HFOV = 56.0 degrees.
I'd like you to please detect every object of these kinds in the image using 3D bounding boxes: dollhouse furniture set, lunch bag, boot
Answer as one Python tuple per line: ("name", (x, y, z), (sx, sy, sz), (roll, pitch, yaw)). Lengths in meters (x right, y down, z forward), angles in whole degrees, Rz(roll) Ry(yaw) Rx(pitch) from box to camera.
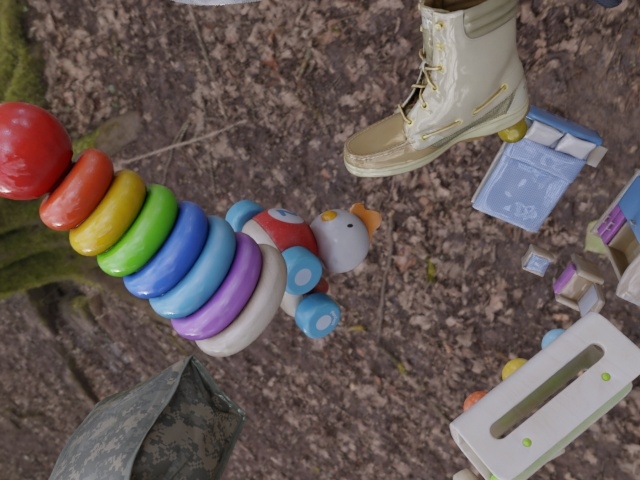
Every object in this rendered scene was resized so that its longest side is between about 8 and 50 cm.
("dollhouse furniture set", (0.373, -0.024, 0.976), (0.304, 0.198, 0.286), (24, 122, -2))
("lunch bag", (-0.270, 0.340, 0.872), (0.235, 0.287, 0.169), (-29, 107, 24))
("boot", (0.132, -0.200, 0.757), (0.262, 0.095, 0.203), (-20, 137, 4))

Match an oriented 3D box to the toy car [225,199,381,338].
("toy car", (0.000, 0.000, 1.040), (0.219, 0.238, 0.210), (40, 158, 46))

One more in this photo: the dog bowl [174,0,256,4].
("dog bowl", (-0.068, -0.431, 0.786), (0.349, 0.348, 0.102), (11, 138, 27))

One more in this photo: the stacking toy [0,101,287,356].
("stacking toy", (-0.192, -0.013, 0.608), (0.141, 0.141, 0.330), (-19, 134, 42))

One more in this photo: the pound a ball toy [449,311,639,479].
("pound a ball toy", (0.316, 0.265, 0.921), (0.135, 0.319, 0.208), (50, 172, 32))

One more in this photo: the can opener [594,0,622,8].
("can opener", (0.238, -0.290, 0.590), (0.186, 0.059, 0.073), (32, 172, -27))
